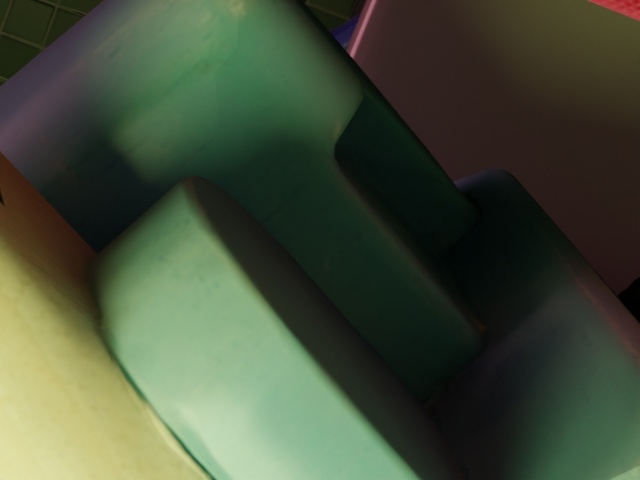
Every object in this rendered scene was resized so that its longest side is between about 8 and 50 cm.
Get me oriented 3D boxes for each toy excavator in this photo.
[{"bbox_3d":[-0.053,0.025,0.378,0.222,0.445,0.433,-41,12,6],"label":"toy excavator"}]

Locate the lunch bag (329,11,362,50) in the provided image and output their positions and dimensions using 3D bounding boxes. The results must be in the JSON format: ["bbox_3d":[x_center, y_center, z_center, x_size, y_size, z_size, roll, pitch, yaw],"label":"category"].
[{"bbox_3d":[0.027,-0.010,0.882,0.219,0.176,0.090,-33,23,-2],"label":"lunch bag"}]

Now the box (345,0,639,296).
[{"bbox_3d":[0.072,-0.002,0.719,0.215,0.168,0.345,-73,5,-84],"label":"box"}]

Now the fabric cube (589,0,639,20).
[{"bbox_3d":[0.148,-0.201,0.444,0.259,0.254,0.258,-79,11,-55],"label":"fabric cube"}]
